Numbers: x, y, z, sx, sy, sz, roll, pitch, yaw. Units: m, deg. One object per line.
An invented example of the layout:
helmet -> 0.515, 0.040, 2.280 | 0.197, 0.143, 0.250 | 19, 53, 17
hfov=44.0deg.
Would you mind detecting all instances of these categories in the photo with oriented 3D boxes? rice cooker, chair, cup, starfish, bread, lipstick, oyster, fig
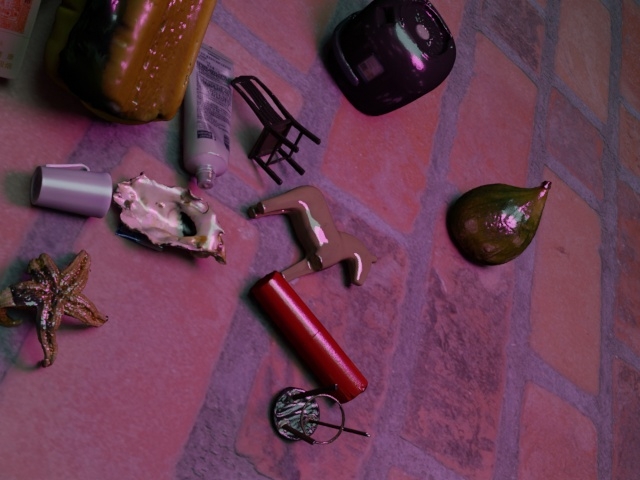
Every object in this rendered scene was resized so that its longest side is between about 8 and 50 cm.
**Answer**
rice cooker -> 0.165, -0.431, 1.798 | 0.267, 0.224, 0.267 | 16, 62, -33
chair -> -0.109, -0.222, 1.561 | 0.212, 0.101, 0.084 | 45, 41, 17
cup -> -0.396, -0.089, 1.259 | 0.116, 0.074, 0.104 | 8, 41, -34
chair -> -0.017, 0.300, 1.333 | 0.095, 0.221, 0.104 | -32, 96, -21
starfish -> -0.385, 0.087, 1.182 | 0.146, 0.074, 0.190 | 42, 46, -12
bread -> -0.303, -0.379, 1.295 | 0.251, 0.208, 0.376 | 6, 104, -64
lipstick -> -0.020, 0.180, 1.461 | 0.279, 0.073, 0.073 | 53, 46, -10
oyster -> -0.257, -0.036, 1.358 | 0.209, 0.072, 0.133 | 11, 58, -21
fig -> 0.446, -0.056, 1.870 | 0.203, 0.235, 0.203 | 24, 54, -37

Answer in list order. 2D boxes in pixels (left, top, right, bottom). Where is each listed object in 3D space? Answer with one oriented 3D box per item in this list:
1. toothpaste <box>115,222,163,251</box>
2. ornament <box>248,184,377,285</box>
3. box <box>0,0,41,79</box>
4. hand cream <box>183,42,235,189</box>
toothpaste -> -0.304, -0.004, 1.334 | 0.083, 0.015, 0.024 | 26, 56, -24
ornament -> 0.000, 0.000, 1.567 | 0.245, 0.061, 0.230 | -21, 87, -42
box -> -0.505, -0.356, 1.195 | 0.141, 0.201, 0.058 | 10, 25, -39
hand cream -> -0.216, -0.242, 1.496 | 0.124, 0.078, 0.340 | 23, 49, -37
